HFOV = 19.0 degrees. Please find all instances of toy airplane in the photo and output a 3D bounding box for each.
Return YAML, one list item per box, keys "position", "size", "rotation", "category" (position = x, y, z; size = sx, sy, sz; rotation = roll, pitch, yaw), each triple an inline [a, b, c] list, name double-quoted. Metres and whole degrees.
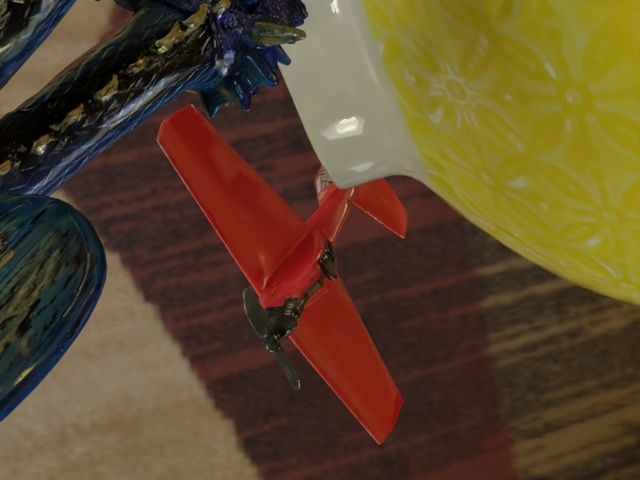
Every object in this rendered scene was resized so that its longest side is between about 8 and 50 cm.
- position: [0.000, 0.000, 0.714]
  size: [0.151, 0.028, 0.151]
  rotation: [44, 32, -37]
  category: "toy airplane"

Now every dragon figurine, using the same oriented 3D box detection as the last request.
- position: [-0.101, 0.011, 0.363]
  size: [0.085, 0.144, 0.289]
  rotation: [45, 39, -8]
  category: "dragon figurine"

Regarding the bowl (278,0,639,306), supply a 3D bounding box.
- position: [0.058, -0.094, 0.566]
  size: [0.156, 0.289, 0.289]
  rotation: [-20, 93, 4]
  category: "bowl"
